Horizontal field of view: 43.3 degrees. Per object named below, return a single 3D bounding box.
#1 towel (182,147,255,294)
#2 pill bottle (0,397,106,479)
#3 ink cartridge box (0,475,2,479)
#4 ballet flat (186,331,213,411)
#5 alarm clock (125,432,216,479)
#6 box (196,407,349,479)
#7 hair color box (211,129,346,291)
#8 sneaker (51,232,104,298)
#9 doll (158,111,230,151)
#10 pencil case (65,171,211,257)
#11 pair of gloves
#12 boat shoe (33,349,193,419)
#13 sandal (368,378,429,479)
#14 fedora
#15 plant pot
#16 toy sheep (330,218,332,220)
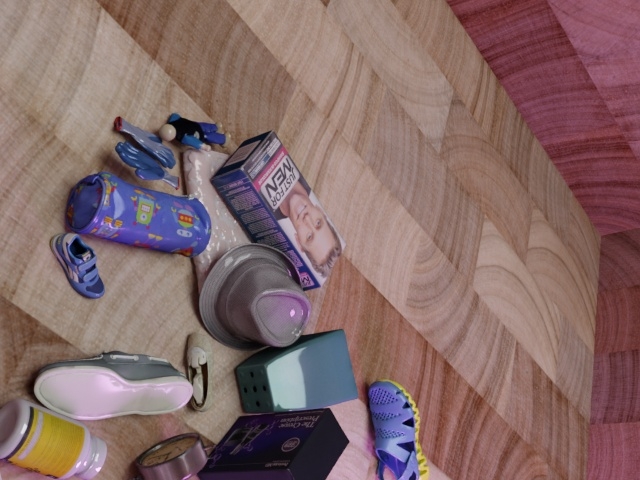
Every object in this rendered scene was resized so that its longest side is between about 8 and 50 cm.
[{"bbox_3d":[-0.183,-0.038,1.892,0.316,0.053,0.332,3,75,-51],"label":"towel"},{"bbox_3d":[-0.459,0.344,1.367,0.184,0.103,0.103,37,51,-39],"label":"pill bottle"},{"bbox_3d":[-0.550,0.429,1.256,0.109,0.062,0.209,-14,90,-54],"label":"ink cartridge box"},{"bbox_3d":[-0.252,0.274,1.687,0.052,0.057,0.168,34,47,-78],"label":"ballet flat"},{"bbox_3d":[-0.298,0.431,1.536,0.192,0.129,0.064,-20,97,-24],"label":"alarm clock"},{"bbox_3d":[-0.099,0.448,1.662,0.103,0.261,0.184,60,39,-19],"label":"box"},{"bbox_3d":[-0.090,-0.064,1.891,0.347,0.105,0.174,57,40,-23],"label":"hair color box"},{"bbox_3d":[-0.448,0.048,1.517,0.144,0.059,0.053,60,37,-20],"label":"sneaker"},{"bbox_3d":[-0.284,-0.240,1.812,0.189,0.046,0.129,-4,48,-53],"label":"doll"},{"bbox_3d":[-0.354,-0.051,1.618,0.306,0.119,0.133,15,84,-49],"label":"pencil case"},{"bbox_3d":[-0.360,-0.176,1.671,0.159,0.023,0.198,33,24,-32],"label":"pair of gloves"},{"bbox_3d":[-0.393,0.262,1.513,0.319,0.116,0.099,13,25,-42],"label":"boat shoe"},{"bbox_3d":[0.194,0.524,2.132,0.138,0.126,0.318,-19,92,-49],"label":"sandal"},{"bbox_3d":[-0.120,0.145,1.776,0.244,0.124,0.275,-54,134,-10],"label":"fedora"},{"bbox_3d":[-0.065,0.312,1.844,0.234,0.165,0.166,-8,85,-45],"label":"plant pot"},{"bbox_3d":[0.000,0.000,2.086,0.091,0.091,0.132,38,69,-39],"label":"toy sheep"}]
